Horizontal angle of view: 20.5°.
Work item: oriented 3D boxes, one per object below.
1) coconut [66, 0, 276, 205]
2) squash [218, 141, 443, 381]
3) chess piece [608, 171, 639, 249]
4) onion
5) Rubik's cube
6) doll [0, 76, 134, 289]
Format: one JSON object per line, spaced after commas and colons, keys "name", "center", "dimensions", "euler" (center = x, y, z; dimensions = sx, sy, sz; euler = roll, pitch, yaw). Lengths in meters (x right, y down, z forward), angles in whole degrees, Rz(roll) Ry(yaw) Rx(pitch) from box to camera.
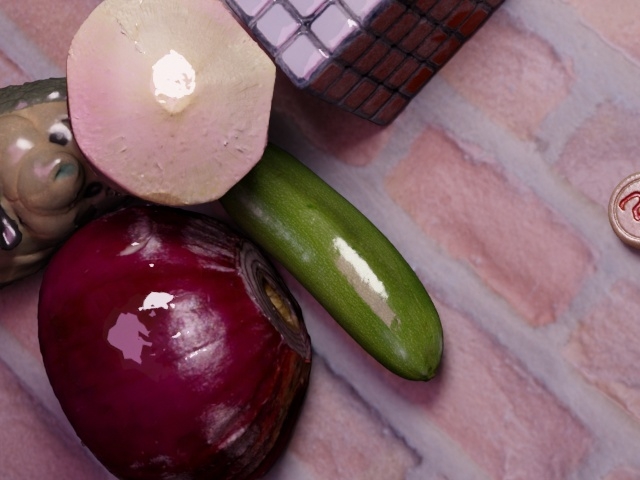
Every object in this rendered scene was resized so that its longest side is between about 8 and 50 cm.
{"name": "coconut", "center": [-0.155, -0.151, 1.842], "dimensions": [0.233, 0.245, 0.233], "euler": [0, 92, -12]}
{"name": "squash", "center": [0.000, 0.000, 1.942], "dimensions": [0.395, 0.107, 0.107], "euler": [45, 100, 23]}
{"name": "chess piece", "center": [0.341, -0.031, 1.839], "dimensions": [0.083, 0.038, 0.084], "euler": [-3, 82, 20]}
{"name": "onion", "center": [-0.166, 0.117, 1.918], "dimensions": [0.281, 0.260, 0.337], "euler": [-17, 76, 15]}
{"name": "Rubik's cube", "center": [0.032, -0.297, 1.900], "dimensions": [0.238, 0.237, 0.237], "euler": [-44, 68, 10]}
{"name": "doll", "center": [-0.365, -0.064, 2.041], "dimensions": [0.349, 0.247, 0.247], "euler": [-24, 74, 4]}
